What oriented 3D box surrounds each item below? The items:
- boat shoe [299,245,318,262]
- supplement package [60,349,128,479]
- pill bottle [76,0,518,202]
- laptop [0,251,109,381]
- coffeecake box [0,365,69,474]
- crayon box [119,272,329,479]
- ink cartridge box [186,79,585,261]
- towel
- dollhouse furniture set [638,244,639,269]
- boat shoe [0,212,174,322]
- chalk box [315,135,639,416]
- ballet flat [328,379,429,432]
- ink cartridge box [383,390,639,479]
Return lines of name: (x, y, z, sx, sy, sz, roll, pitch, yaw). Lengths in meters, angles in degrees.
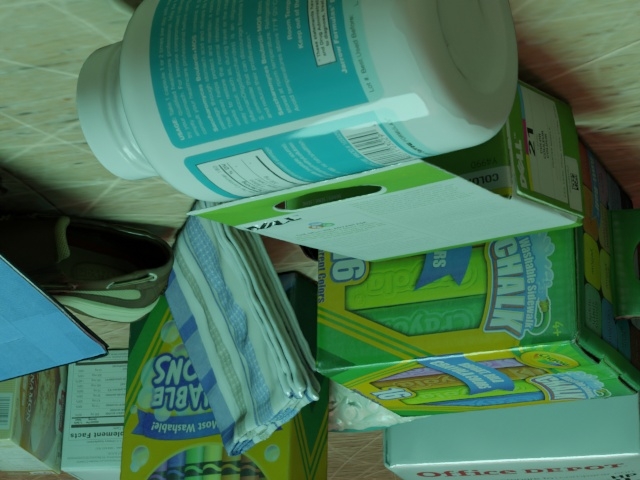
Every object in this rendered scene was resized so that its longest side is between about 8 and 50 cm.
boat shoe: (0.000, 0.000, 1.462, 0.046, 0.038, 0.125, 3, 160, -5)
supplement package: (-0.169, 0.233, 1.967, 0.204, 0.145, 0.262, -3, 160, 12)
pill bottle: (-0.022, -0.106, 1.009, 0.264, 0.146, 0.146, -11, 157, 31)
laptop: (-0.472, 0.106, 1.339, 0.382, 0.408, 0.236, 46, 169, -33)
coffeecake box: (-0.340, 0.173, 1.810, 0.068, 0.142, 0.185, -1, 161, 8)
crayon box: (-0.096, 0.207, 1.623, 0.203, 0.323, 0.083, -10, 157, 28)
ink cartridge box: (0.051, -0.058, 1.154, 0.188, 0.097, 0.255, -11, 166, 30)
towel: (-0.082, 0.075, 1.444, 0.034, 0.209, 0.285, -20, 169, -20)
dollhouse furniture set: (0.403, 0.028, 1.349, 0.201, 0.152, 0.374, 8, 159, -20)
boat shoe: (-0.251, 0.007, 1.445, 0.257, 0.095, 0.095, 6, 147, -31)
chalk box: (0.161, 0.030, 1.335, 0.289, 0.180, 0.179, -10, 158, 25)
ballet flat: (0.132, 0.095, 1.639, 0.408, 0.147, 0.147, -10, 157, 21)
ink cartridge box: (0.260, 0.215, 1.860, 0.285, 0.166, 0.395, -6, 158, 19)
